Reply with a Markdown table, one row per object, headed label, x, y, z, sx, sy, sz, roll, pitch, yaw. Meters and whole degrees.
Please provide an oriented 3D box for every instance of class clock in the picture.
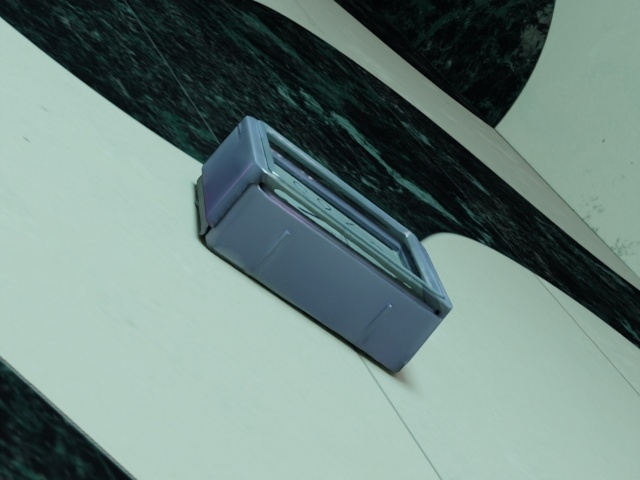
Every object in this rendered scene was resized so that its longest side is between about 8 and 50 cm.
| label | x | y | z | sx | sy | sz | roll | pitch | yaw |
| --- | --- | --- | --- | --- | --- | --- | --- | --- | --- |
| clock | 0.000 | 0.001 | 1.133 | 0.193 | 0.073 | 0.144 | 36 | 13 | -18 |
